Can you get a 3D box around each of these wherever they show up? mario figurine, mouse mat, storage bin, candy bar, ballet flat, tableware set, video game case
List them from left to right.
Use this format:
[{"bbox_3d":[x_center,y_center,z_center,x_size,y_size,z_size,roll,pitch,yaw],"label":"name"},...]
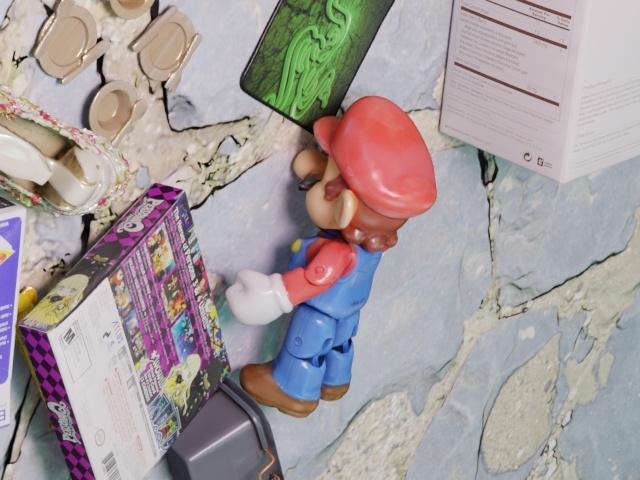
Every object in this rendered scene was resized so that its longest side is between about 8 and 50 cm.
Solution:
[{"bbox_3d":[-0.233,-0.063,1.605,0.091,0.077,0.241,-52,141,9],"label":"ballet flat"},{"bbox_3d":[-0.248,0.109,1.744,0.040,0.018,0.161,-39,137,-24],"label":"candy bar"},{"bbox_3d":[-0.170,-0.167,1.676,0.141,0.020,0.168,-51,141,-16],"label":"tableware set"},{"bbox_3d":[-0.171,0.099,1.779,0.210,0.042,0.232,-50,142,-37],"label":"video game case"},{"bbox_3d":[-0.096,0.222,1.936,0.091,0.098,0.135,-31,133,-21],"label":"storage bin"},{"bbox_3d":[0.000,0.000,1.923,0.170,0.198,0.320,15,111,-10],"label":"mario figurine"},{"bbox_3d":[0.005,-0.205,1.872,0.153,0.007,0.189,28,89,-53],"label":"mouse mat"}]

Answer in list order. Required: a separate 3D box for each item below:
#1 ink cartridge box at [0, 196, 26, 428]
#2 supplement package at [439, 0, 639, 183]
[{"bbox_3d":[-0.339,0.080,1.597,0.206,0.045,0.208,-15,120,-46],"label":"ink cartridge box"},{"bbox_3d":[0.255,-0.237,2.008,0.177,0.175,0.293,-19,124,-41],"label":"supplement package"}]
